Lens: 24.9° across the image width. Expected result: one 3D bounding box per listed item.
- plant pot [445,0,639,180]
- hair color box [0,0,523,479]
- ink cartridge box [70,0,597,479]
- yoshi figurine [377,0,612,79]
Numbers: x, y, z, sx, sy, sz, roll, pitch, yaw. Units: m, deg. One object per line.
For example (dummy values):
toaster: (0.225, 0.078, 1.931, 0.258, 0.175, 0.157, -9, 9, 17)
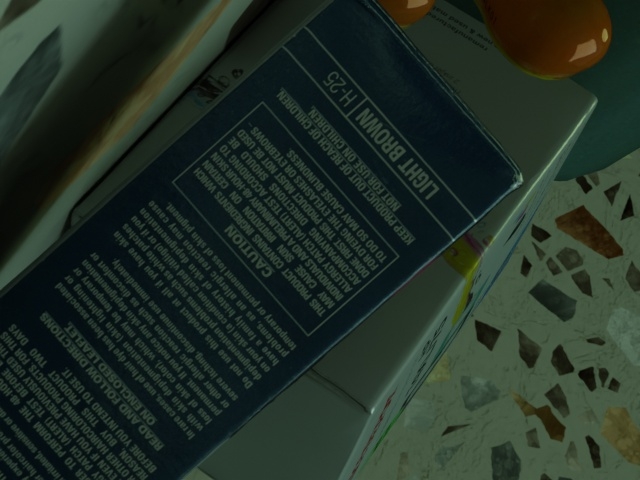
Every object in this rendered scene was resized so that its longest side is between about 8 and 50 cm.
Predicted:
plant pot: (0.226, -0.227, 0.998, 0.334, 0.341, 0.341, -40, -172, 43)
hair color box: (-0.081, 0.050, 0.626, 0.347, 0.105, 0.174, -41, 180, 4)
ink cartridge box: (0.000, 0.000, 0.893, 0.270, 0.197, 0.198, -51, 169, -32)
yoshi figurine: (0.145, -0.214, 0.613, 0.203, 0.203, 0.362, -41, 169, -48)
